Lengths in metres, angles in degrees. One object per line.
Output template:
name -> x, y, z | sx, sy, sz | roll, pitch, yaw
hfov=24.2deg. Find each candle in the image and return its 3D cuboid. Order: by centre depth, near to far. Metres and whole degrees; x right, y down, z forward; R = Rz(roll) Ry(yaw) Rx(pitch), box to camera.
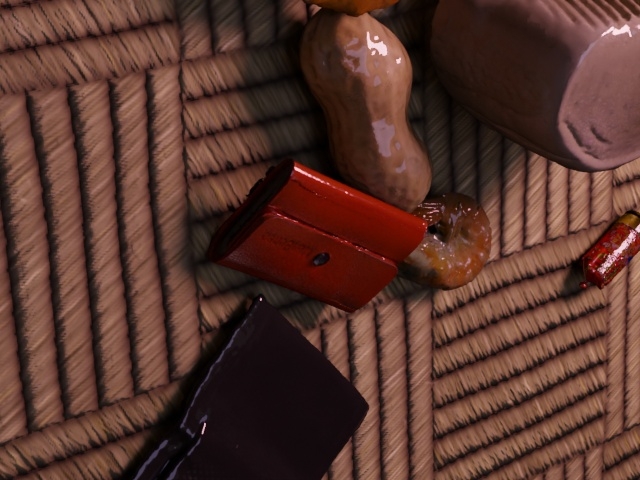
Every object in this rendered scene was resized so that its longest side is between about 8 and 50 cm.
candle -> 0.378, 0.018, 1.945 | 0.131, 0.052, 0.052 | -42, 128, -23

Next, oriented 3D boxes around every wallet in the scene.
wallet -> 0.000, 0.000, 1.564 | 0.204, 0.045, 0.142 | 22, 121, -40
wallet -> -0.091, 0.249, 1.612 | 0.323, 0.041, 0.247 | -56, 134, -16

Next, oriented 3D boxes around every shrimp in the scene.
shrimp -> 0.117, -0.007, 1.703 | 0.217, 0.051, 0.115 | 15, 93, -40

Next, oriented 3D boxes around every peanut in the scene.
peanut -> 0.054, -0.131, 1.568 | 0.117, 0.101, 0.263 | -27, 118, -18

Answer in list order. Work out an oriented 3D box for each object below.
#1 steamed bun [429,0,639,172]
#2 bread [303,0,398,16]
steamed bun -> 0.313, -0.218, 1.687 | 0.383, 0.247, 0.236 | -27, 141, -32
bread -> 0.029, -0.344, 1.454 | 0.268, 0.146, 0.268 | -16, 117, -34
